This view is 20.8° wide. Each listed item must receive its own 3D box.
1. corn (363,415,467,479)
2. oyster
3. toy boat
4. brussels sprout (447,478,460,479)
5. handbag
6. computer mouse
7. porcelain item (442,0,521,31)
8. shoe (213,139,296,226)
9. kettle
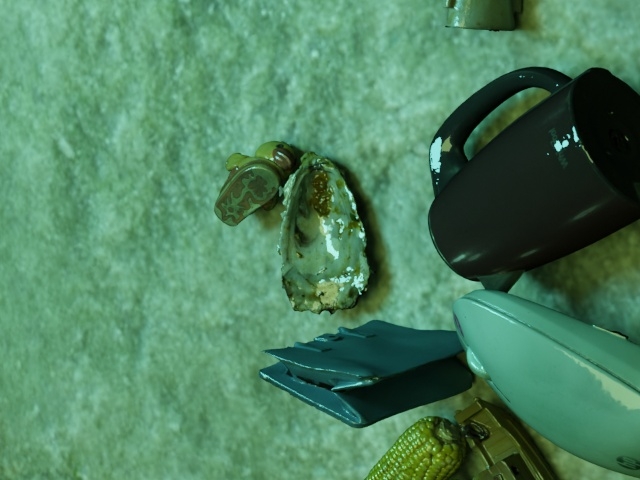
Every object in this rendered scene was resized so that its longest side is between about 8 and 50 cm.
[{"bbox_3d":[0.081,0.265,1.861,0.072,0.072,0.203,49,122,19],"label":"corn"},{"bbox_3d":[0.001,-0.008,1.889,0.105,0.056,0.177,-18,87,24],"label":"oyster"},{"bbox_3d":[0.200,0.252,1.769,0.057,0.077,0.200,-39,75,34],"label":"toy boat"},{"bbox_3d":[0.155,0.278,1.816,0.046,0.051,0.083,-45,98,-9],"label":"brussels sprout"},{"bbox_3d":[0.051,0.126,1.769,0.144,0.221,0.057,15,106,31],"label":"handbag"},{"bbox_3d":[0.243,0.151,1.673,0.288,0.159,0.097,21,64,25],"label":"computer mouse"},{"bbox_3d":[0.164,-0.315,1.720,0.054,0.084,0.213,20,109,59],"label":"porcelain item"},{"bbox_3d":[-0.074,-0.068,1.924,0.072,0.069,0.109,28,122,2],"label":"shoe"},{"bbox_3d":[0.200,-0.067,1.689,0.232,0.144,0.202,-33,70,39],"label":"kettle"}]
